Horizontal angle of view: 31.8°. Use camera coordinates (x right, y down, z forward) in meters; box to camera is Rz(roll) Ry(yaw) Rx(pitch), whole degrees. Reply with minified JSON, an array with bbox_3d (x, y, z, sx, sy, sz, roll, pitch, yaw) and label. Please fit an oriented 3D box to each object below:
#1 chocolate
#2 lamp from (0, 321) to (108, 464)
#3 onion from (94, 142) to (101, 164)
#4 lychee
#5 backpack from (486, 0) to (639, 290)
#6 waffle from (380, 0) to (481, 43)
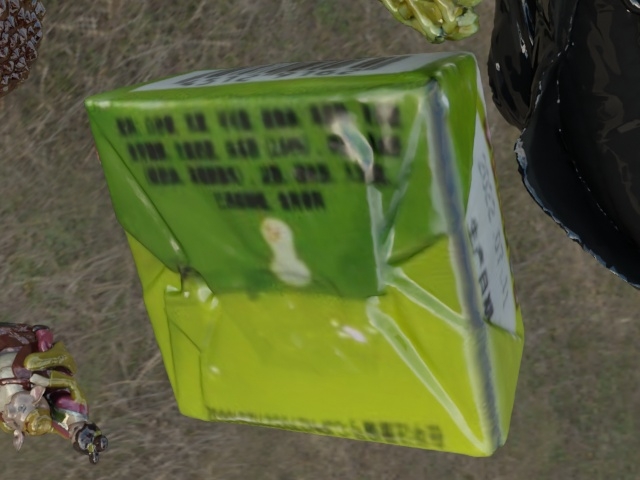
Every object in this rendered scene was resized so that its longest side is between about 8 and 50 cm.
[{"bbox_3d":[0.000,0.000,0.865,0.137,0.300,0.289,-43,127,-48],"label":"chocolate"},{"bbox_3d":[-0.342,0.187,1.344,0.118,0.253,0.118,-14,122,-23],"label":"lamp"},{"bbox_3d":[-0.148,-0.088,1.413,0.272,0.272,0.195,-13,118,-34],"label":"onion"},{"bbox_3d":[-0.462,-0.309,1.429,0.236,0.236,0.271,-34,112,-33],"label":"lychee"},{"bbox_3d":[0.263,-0.172,0.915,0.254,0.363,0.446,-13,101,3],"label":"backpack"},{"bbox_3d":[0.058,-0.227,0.751,0.036,0.183,0.169,-22,135,-28],"label":"waffle"}]
